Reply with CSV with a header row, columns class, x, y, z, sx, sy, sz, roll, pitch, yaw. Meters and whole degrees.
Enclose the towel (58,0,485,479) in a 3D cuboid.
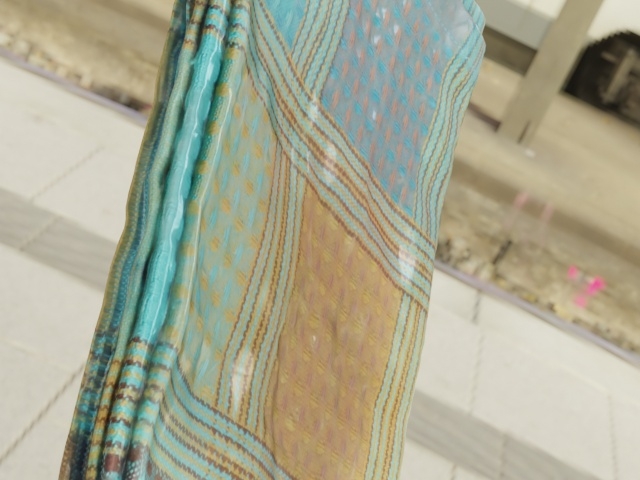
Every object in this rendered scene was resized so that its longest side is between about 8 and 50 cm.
class,x,y,z,sx,sy,sz,roll,pitch,yaw
towel,0.000,0.000,0.599,0.040,0.370,0.271,1,-23,23
